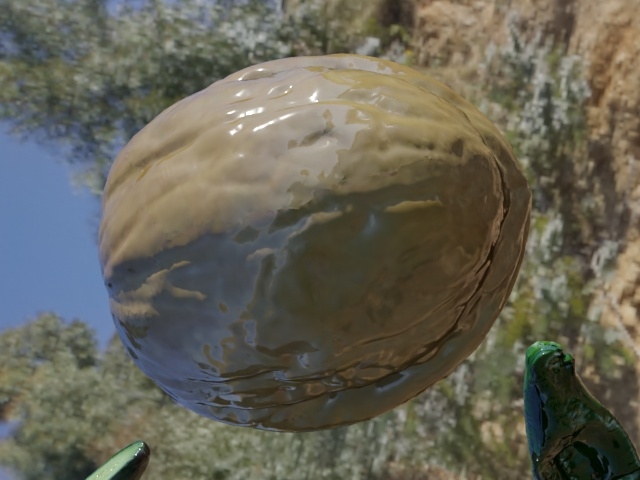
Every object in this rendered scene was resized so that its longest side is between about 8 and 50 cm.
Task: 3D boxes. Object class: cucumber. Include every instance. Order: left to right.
[{"bbox_3d":[-0.399,0.464,1.933,0.244,0.063,0.115,-42,16,8],"label":"cucumber"}]

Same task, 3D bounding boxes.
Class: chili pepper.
[{"bbox_3d":[0.241,0.182,1.004,0.062,0.108,0.216,-119,6,-59],"label":"chili pepper"}]

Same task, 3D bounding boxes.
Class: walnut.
[{"bbox_3d":[-0.001,-0.002,0.777,0.277,0.313,0.252,67,-171,-52],"label":"walnut"}]
